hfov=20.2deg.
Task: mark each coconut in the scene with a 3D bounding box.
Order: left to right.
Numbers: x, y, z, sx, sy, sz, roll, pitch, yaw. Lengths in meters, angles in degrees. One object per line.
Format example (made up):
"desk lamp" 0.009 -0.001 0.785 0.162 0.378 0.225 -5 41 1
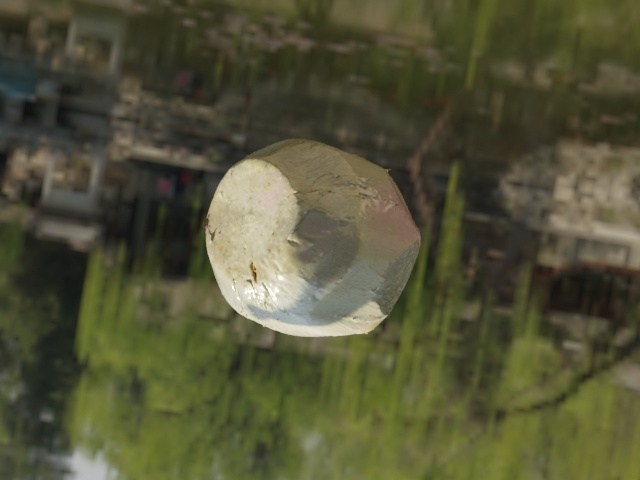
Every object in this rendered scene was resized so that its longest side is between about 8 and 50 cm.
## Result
"coconut" 0.000 0.002 2.017 0.227 0.227 0.230 10 175 44
